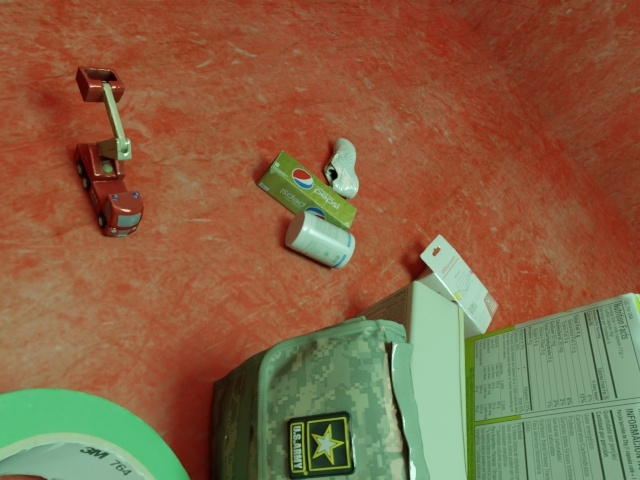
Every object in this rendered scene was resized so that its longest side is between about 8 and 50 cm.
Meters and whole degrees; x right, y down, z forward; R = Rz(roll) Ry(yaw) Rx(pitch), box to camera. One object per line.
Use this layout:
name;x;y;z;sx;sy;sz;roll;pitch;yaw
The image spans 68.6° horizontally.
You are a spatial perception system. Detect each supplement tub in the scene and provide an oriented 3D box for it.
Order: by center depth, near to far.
supplement tub;0.000;0.000;0.822;0.107;0.071;0.071;27;47;-22

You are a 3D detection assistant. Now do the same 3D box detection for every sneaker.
sneaker;0.040;-0.159;0.979;0.061;0.054;0.152;13;54;-29

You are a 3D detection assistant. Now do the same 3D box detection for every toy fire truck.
toy fire truck;-0.281;-0.116;0.627;0.047;0.135;0.192;-14;70;-44

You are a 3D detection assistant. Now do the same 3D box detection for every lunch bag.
lunch bag;-0.003;0.233;0.498;0.169;0.287;0.235;16;53;-31

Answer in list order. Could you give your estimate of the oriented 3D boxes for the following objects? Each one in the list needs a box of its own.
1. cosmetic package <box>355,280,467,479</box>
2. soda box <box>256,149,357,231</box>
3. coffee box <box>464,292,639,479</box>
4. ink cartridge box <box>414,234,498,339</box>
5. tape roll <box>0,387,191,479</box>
cosmetic package;0.119;0.232;0.691;0.113;0.160;0.309;31;47;-19
soda box;-0.023;-0.080;0.868;0.181;0.058;0.061;38;44;-12
coffee box;0.383;0.339;0.668;0.338;0.334;0.338;40;43;-24
ink cartridge box;0.269;0.097;0.974;0.198;0.067;0.115;52;43;1
tape roll;-0.209;0.277;0.350;0.321;0.077;0.321;52;16;-21
